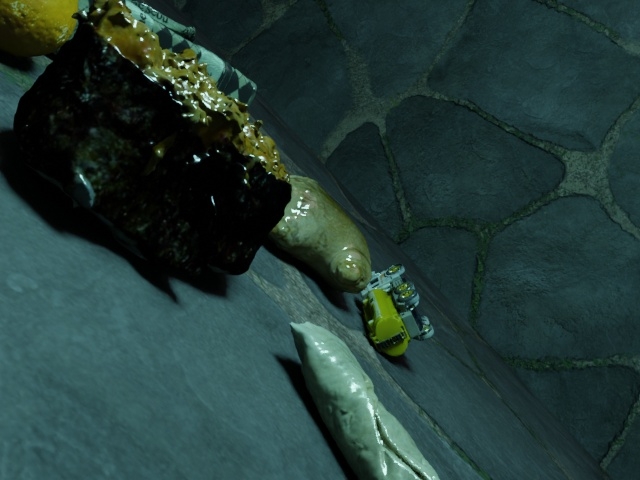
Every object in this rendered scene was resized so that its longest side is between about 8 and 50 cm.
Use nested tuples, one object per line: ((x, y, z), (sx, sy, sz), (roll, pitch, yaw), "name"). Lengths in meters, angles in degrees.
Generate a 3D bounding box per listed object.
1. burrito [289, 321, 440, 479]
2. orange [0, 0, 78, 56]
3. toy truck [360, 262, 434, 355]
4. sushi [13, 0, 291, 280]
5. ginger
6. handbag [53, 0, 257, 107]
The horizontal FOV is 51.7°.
((0.080, 0.240, 0.719), (0.117, 0.076, 0.392), (33, 15, -52), "burrito")
((-0.408, -0.331, 0.879), (0.177, 0.155, 0.177), (47, 20, -23), "orange")
((0.137, 0.132, 1.278), (0.227, 0.114, 0.098), (-99, 165, -72), "toy truck")
((-0.157, -0.088, 0.748), (0.234, 0.207, 0.349), (44, 5, 38), "sushi")
((0.000, 0.000, 1.232), (0.276, 0.130, 0.221), (23, 32, -50), "ginger")
((-0.358, -0.373, 1.235), (0.416, 0.180, 0.317), (25, 13, -49), "handbag")
